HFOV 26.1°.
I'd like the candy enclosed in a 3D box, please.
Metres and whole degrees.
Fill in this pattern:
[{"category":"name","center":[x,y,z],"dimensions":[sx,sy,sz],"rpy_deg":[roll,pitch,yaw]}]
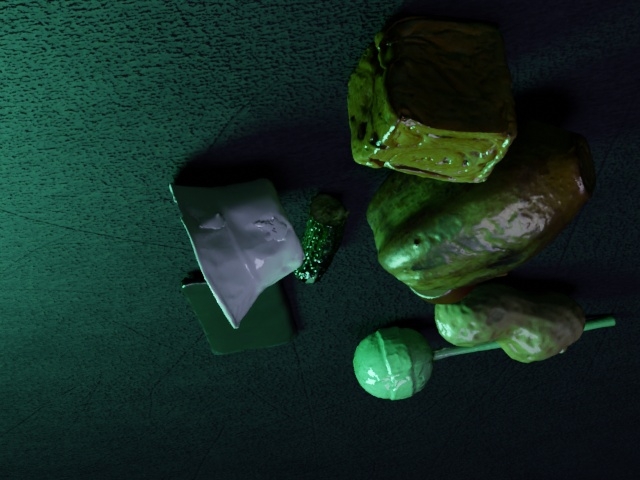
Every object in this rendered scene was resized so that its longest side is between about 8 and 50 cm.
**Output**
[{"category":"candy","center":[0.270,0.169,2.240],"dimensions":[0.440,0.119,0.119],"rpy_deg":[-10,155,-7]}]

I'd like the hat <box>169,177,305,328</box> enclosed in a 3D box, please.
[{"category":"hat","center":[-0.096,-0.002,1.727],"dimensions":[0.126,0.203,0.203],"rpy_deg":[-23,155,-4]}]

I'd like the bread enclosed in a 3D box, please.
[{"category":"bread","center":[0.118,-0.147,1.475],"dimensions":[0.158,0.143,0.149],"rpy_deg":[4,153,-10]}]

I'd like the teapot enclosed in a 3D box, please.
[{"category":"teapot","center":[0.172,0.031,1.914],"dimensions":[0.173,0.116,0.116],"rpy_deg":[11,165,32]}]

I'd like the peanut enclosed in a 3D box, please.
[{"category":"peanut","center":[0.290,0.121,2.104],"dimensions":[0.263,0.117,0.101],"rpy_deg":[12,156,-27]}]

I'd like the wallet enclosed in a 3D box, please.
[{"category":"wallet","center":[-0.117,0.108,2.091],"dimensions":[0.146,0.030,0.285],"rpy_deg":[-10,156,2]}]

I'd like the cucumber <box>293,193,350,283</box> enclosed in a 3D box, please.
[{"category":"cucumber","center":[0.001,0.001,1.858],"dimensions":[0.058,0.058,0.187],"rpy_deg":[-1,155,-9]}]

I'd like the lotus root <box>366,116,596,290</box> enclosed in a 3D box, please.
[{"category":"lotus root","center":[0.204,-0.046,1.666],"dimensions":[0.291,0.193,0.193],"rpy_deg":[-29,146,34]}]
